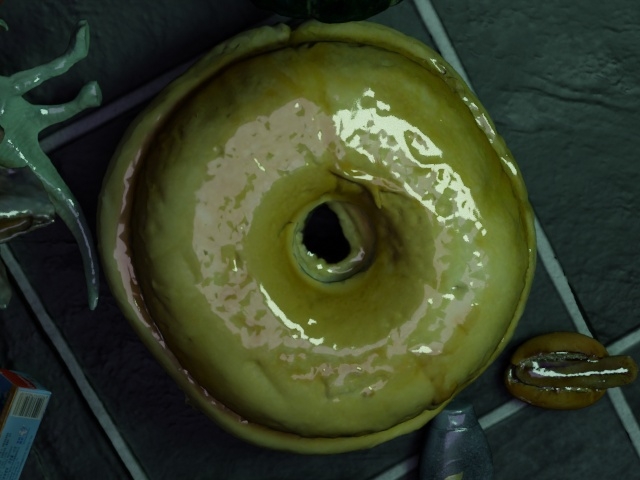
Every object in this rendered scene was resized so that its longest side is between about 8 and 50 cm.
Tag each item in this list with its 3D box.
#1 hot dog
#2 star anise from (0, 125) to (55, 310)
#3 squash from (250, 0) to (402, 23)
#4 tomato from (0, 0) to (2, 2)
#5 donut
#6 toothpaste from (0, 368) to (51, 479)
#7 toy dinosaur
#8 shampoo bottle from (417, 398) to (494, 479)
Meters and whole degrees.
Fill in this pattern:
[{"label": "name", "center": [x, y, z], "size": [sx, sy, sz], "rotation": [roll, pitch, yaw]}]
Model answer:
[{"label": "hot dog", "center": [0.271, 0.144, 1.842], "size": [0.140, 0.060, 0.090], "rotation": [8, 105, -16]}, {"label": "star anise", "center": [-0.403, -0.054, 1.583], "size": [0.332, 0.117, 0.331], "rotation": [7, 137, 7]}, {"label": "squash", "center": [0.005, -0.325, 1.600], "size": [0.252, 0.165, 0.252], "rotation": [-2, 66, 4]}, {"label": "tomato", "center": [-0.384, -0.303, 1.533], "size": [0.290, 0.335, 0.176], "rotation": [-20, 148, 5]}, {"label": "donut", "center": [0.000, 0.000, 1.687], "size": [0.449, 0.198, 0.449], "rotation": [-2, 102, -10]}, {"label": "toothpaste", "center": [-0.344, 0.227, 1.752], "size": [0.044, 0.070, 0.193], "rotation": [15, 101, -43]}, {"label": "toy dinosaur", "center": [-0.297, -0.119, 1.655], "size": [0.205, 0.092, 0.393], "rotation": [-21, 105, 0]}, {"label": "shampoo bottle", "center": [0.149, 0.290, 1.856], "size": [0.087, 0.049, 0.233], "rotation": [-5, 103, -12]}]
